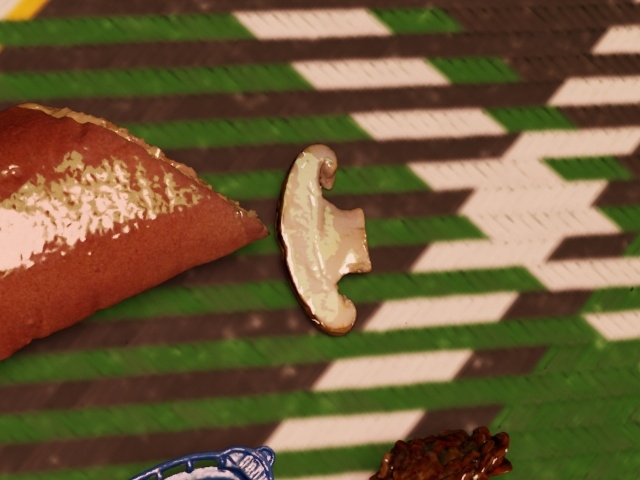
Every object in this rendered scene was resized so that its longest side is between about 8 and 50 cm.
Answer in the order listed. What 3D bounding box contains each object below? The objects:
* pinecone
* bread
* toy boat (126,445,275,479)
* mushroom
[{"bbox_3d":[0.061,0.148,0.744,0.102,0.102,0.109,-12,109,-13],"label":"pinecone"},{"bbox_3d":[-0.137,-0.012,0.744,0.192,0.067,0.119,-27,85,-15],"label":"bread"},{"bbox_3d":[-0.081,0.157,0.701,0.175,0.110,0.091,-43,89,-17],"label":"toy boat"},{"bbox_3d":[0.000,0.000,0.794,0.049,0.019,0.101,-4,82,-11],"label":"mushroom"}]
